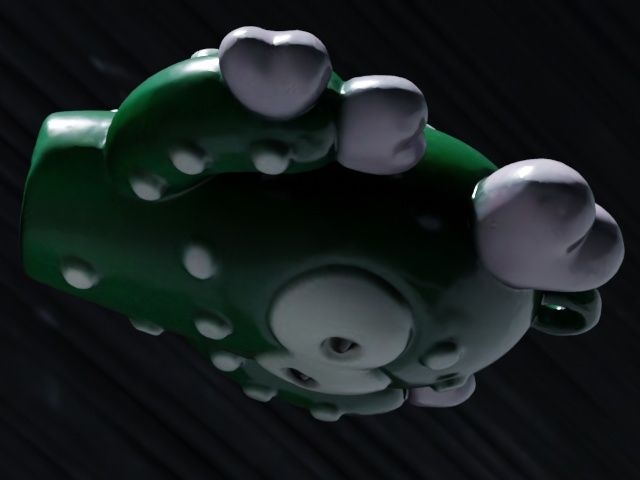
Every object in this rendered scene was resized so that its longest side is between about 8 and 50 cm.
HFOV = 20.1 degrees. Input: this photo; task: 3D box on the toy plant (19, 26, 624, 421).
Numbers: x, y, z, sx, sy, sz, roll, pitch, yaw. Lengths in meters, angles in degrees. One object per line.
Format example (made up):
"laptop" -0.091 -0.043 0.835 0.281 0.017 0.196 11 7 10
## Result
"toy plant" 0.001 0.003 0.745 0.232 0.243 0.112 -32 40 53
